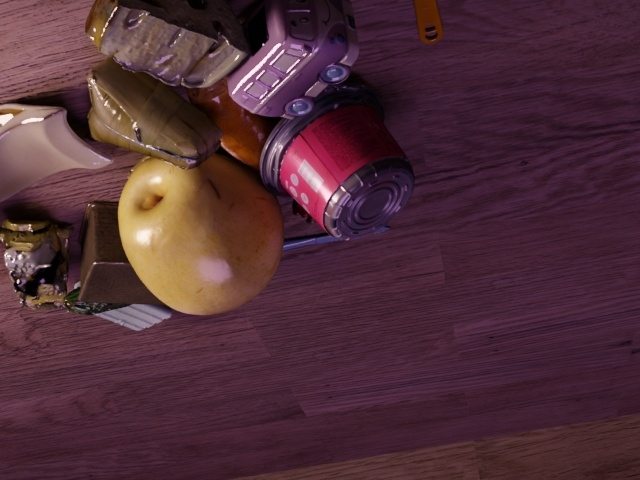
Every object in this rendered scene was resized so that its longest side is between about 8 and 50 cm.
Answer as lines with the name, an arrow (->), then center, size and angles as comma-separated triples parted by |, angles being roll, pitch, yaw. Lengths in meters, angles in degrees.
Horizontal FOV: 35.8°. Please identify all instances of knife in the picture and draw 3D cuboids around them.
knife -> 0.000, 0.000, 2.174 | 0.313, 0.019, 0.044 | -10, 157, 5

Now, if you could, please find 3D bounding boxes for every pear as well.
pear -> -0.219, -0.020, 1.821 | 0.309, 0.309, 0.309 | -5, 150, -3

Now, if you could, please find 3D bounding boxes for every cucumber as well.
cucumber -> -0.425, 0.107, 2.134 | 0.265, 0.077, 0.077 | -20, 155, -23

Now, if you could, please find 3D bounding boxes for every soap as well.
soap -> -0.448, 0.136, 2.262 | 0.119, 0.066, 0.198 | -25, 145, 30

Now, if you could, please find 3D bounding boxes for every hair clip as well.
hair clip -> -0.528, -0.153, 1.726 | 0.282, 0.113, 0.172 | -28, 146, 8

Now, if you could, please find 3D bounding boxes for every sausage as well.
sausage -> -0.135, -0.201, 1.719 | 0.109, 0.109, 0.270 | -19, 148, 19

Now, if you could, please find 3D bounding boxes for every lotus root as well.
lotus root -> -0.229, -0.322, 1.462 | 0.235, 0.138, 0.119 | 19, 146, -38

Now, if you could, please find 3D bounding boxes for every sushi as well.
sushi -> -0.571, 0.048, 2.031 | 0.139, 0.131, 0.291 | -1, 142, -5

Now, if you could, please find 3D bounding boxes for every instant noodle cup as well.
instant noodle cup -> 0.046, -0.118, 1.728 | 0.258, 0.181, 0.302 | -37, 149, 0

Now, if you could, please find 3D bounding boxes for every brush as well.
brush -> 0.158, -0.393, 1.538 | 0.103, 0.013, 0.272 | -11, 150, 8

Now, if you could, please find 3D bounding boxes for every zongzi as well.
zongzi -> -0.294, -0.171, 1.665 | 0.228, 0.115, 0.256 | 38, 145, -1

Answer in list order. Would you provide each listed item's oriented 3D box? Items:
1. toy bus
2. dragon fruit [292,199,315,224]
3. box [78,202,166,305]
toy bus -> -0.046, -0.295, 1.537 | 0.142, 0.142, 0.202 | 16, 144, -34
dragon fruit -> 0.030, -0.084, 1.959 | 0.192, 0.092, 0.122 | -18, 148, 18
box -> -0.352, 0.033, 2.034 | 0.273, 0.143, 0.184 | 4, 148, -21
